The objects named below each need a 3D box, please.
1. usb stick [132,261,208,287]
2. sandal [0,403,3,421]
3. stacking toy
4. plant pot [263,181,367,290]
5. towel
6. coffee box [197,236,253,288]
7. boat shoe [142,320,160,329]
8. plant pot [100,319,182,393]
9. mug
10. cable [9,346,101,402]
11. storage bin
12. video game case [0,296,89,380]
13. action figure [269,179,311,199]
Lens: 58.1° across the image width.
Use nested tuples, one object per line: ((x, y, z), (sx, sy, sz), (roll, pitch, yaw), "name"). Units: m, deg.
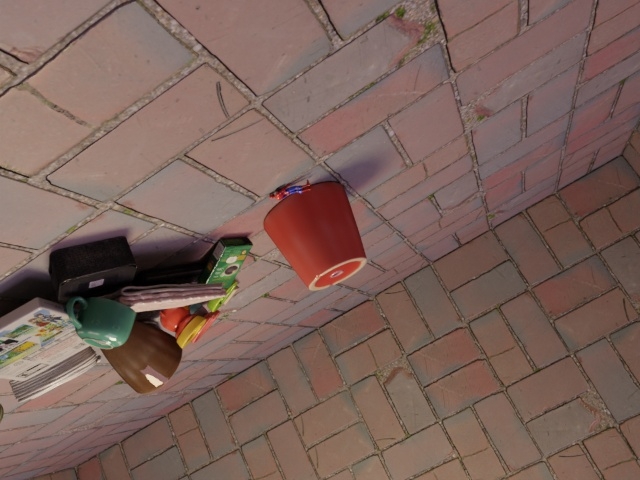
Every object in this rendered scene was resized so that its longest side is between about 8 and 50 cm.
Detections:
((-0.425, 0.104, 1.727), (0.278, 0.045, 0.077), (-7, 146, -47), "usb stick")
((-1.225, 0.628, 1.923), (0.302, 0.120, 0.086), (-16, 145, -30), "sandal")
((-0.417, 0.217, 1.980), (0.279, 0.130, 0.309), (-52, 178, -9), "stacking toy")
((0.000, 0.000, 1.726), (0.274, 0.243, 0.275), (-25, 162, -8), "plant pot")
((-0.484, 0.167, 1.632), (0.331, 0.053, 0.317), (0, 168, -45), "towel")
((-0.292, 0.072, 1.756), (0.113, 0.040, 0.184), (-5, 134, -48), "coffee box")
((-0.624, 0.377, 2.102), (0.112, 0.096, 0.335), (-24, 162, -11), "boat shoe")
((-0.604, 0.347, 1.863), (0.215, 0.215, 0.230), (-30, 131, 8), "plant pot")
((-0.544, 0.205, 1.412), (0.157, 0.097, 0.129), (17, 153, -14), "mug")
((-0.821, 0.401, 1.778), (0.257, 0.089, 0.257), (-27, -177, -17), "cable")
((-0.550, 0.070, 1.393), (0.180, 0.084, 0.122), (-16, 159, -34), "storage bin")
((-0.751, 0.265, 1.487), (0.329, 0.036, 0.300), (-28, 155, 7), "video game case")
((-0.085, -0.136, 1.578), (0.115, 0.030, 0.038), (-20, 156, -7), "action figure")
